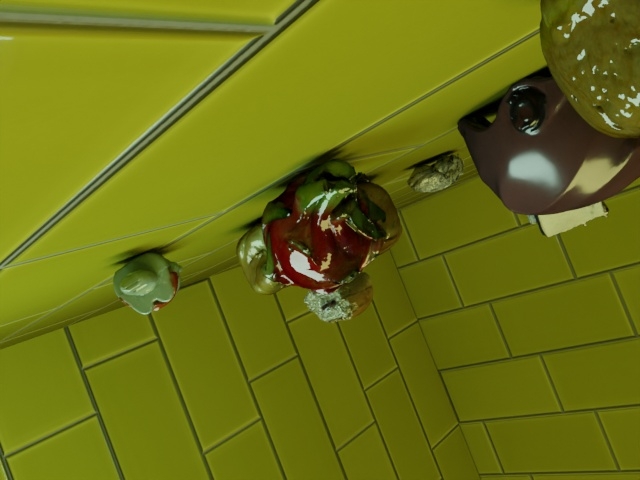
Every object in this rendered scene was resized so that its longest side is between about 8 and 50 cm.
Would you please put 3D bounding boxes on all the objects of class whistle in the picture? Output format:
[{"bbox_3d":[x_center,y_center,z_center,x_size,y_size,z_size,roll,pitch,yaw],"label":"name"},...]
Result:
[{"bbox_3d":[-0.296,0.071,1.025,0.102,0.105,0.253,-62,-178,-7],"label":"whistle"}]

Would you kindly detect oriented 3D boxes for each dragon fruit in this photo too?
[{"bbox_3d":[0.023,-0.024,0.864,0.200,0.198,0.269,-7,156,-33],"label":"dragon fruit"}]

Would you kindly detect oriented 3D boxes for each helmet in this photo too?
[{"bbox_3d":[0.372,-0.148,0.859,0.270,0.197,0.338,-17,177,-32],"label":"helmet"}]

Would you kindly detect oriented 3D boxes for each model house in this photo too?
[{"bbox_3d":[0.445,-0.174,1.151,0.178,0.271,0.206,-26,-148,17],"label":"model house"}]

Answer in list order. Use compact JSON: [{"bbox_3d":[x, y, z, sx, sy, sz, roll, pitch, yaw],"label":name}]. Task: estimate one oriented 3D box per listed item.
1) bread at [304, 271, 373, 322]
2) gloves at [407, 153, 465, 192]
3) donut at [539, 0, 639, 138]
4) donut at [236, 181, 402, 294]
[{"bbox_3d":[0.044,0.116,1.181,0.106,0.082,0.125,-15,176,-37],"label":"bread"},{"bbox_3d":[0.268,-0.151,1.347,0.114,0.070,0.153,-23,176,38],"label":"gloves"},{"bbox_3d":[0.264,-0.159,0.345,0.261,0.128,0.208,-25,176,33],"label":"donut"},{"bbox_3d":[0.000,0.000,1.232,0.360,0.170,0.360,-23,179,0],"label":"donut"}]
